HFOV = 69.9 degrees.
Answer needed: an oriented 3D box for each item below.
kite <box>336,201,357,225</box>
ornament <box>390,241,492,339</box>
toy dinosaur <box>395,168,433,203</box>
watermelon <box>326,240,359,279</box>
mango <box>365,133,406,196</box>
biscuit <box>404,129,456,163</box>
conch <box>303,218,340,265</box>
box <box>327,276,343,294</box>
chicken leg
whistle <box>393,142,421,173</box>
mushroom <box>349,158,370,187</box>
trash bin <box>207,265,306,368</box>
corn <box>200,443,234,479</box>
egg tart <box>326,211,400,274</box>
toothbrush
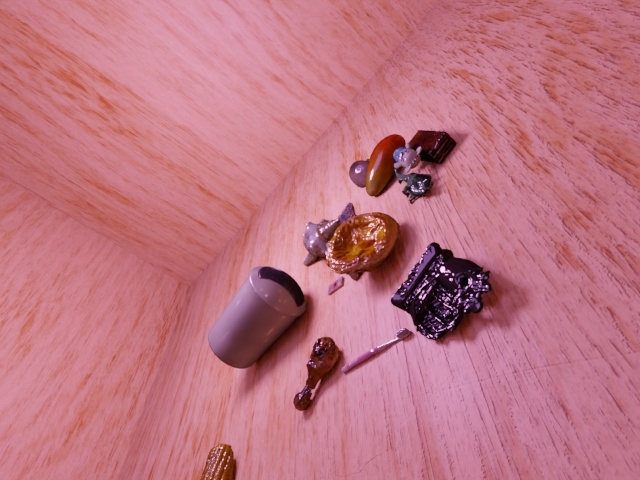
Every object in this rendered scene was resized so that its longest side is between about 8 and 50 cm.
[{"bbox_3d":[0.123,-0.085,2.088,0.152,0.015,0.285,-55,18,8],"label":"kite"},{"bbox_3d":[0.324,0.148,1.183,0.251,0.106,0.260,-58,28,13],"label":"ornament"},{"bbox_3d":[0.335,-0.208,1.728,0.120,0.079,0.292,-50,21,-3],"label":"toy dinosaur"},{"bbox_3d":[0.116,0.061,1.798,0.154,0.094,0.241,-37,26,17],"label":"watermelon"},{"bbox_3d":[0.276,-0.333,1.985,0.146,0.129,0.288,-6,61,62],"label":"mango"},{"bbox_3d":[0.422,-0.369,1.793,0.106,0.070,0.252,-52,20,4],"label":"biscuit"},{"bbox_3d":[-0.009,-0.009,2.042,0.386,0.170,0.203,-28,26,51],"label":"conch"},{"bbox_3d":[0.060,0.179,1.813,0.083,0.012,0.046,-42,23,34],"label":"box"},{"bbox_3d":[-0.017,0.436,1.502,0.251,0.087,0.107,-64,4,-7],"label":"chicken leg"},{"bbox_3d":[0.327,-0.330,1.792,0.113,0.077,0.235,-62,16,12],"label":"whistle"},{"bbox_3d":[0.201,-0.329,2.176,0.188,0.117,0.141,8,76,62],"label":"mushroom"},{"bbox_3d":[-0.263,0.314,1.948,0.432,0.280,0.280,-50,21,20],"label":"trash bin"},{"bbox_3d":[-0.357,0.853,1.536,0.120,0.120,0.363,-46,19,23],"label":"corn"},{"bbox_3d":[0.158,0.023,1.640,0.295,0.116,0.294,-24,35,18],"label":"egg tart"},{"bbox_3d":[0.156,0.328,1.355,0.286,0.025,0.020,-41,24,33],"label":"toothbrush"}]
